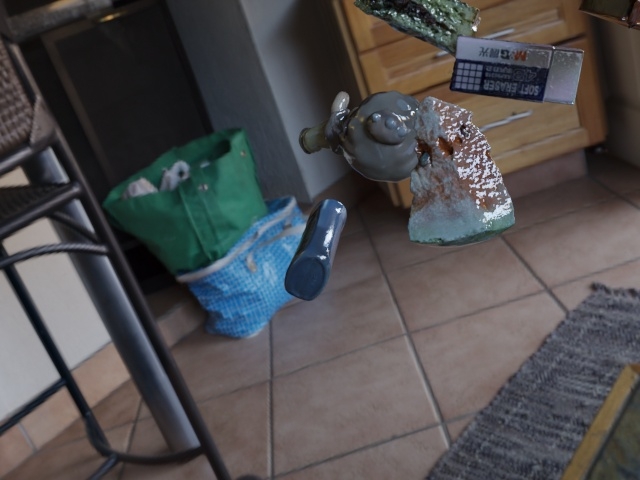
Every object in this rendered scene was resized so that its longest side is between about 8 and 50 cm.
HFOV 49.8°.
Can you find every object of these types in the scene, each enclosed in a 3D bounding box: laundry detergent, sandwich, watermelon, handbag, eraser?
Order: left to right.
[{"bbox_3d":[-0.001,-0.001,1.061,0.061,0.096,0.206,20,35,0],"label":"laundry detergent"},{"bbox_3d":[0.247,-0.586,1.760,0.325,0.131,0.262,29,17,4],"label":"sandwich"},{"bbox_3d":[0.209,-0.111,1.096,0.154,0.241,0.094,-13,-4,38],"label":"watermelon"},{"bbox_3d":[0.452,-0.397,1.602,0.287,0.130,0.086,8,23,9],"label":"eraser"},{"bbox_3d":[0.621,-0.457,1.382,0.127,0.062,0.190,15,22,-11],"label":"handbag"}]

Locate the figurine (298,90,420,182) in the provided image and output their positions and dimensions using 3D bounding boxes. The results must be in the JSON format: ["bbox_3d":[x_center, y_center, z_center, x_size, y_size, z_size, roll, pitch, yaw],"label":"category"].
[{"bbox_3d":[0.107,-0.243,1.623,0.248,0.203,0.381,15,-2,-41],"label":"figurine"}]
